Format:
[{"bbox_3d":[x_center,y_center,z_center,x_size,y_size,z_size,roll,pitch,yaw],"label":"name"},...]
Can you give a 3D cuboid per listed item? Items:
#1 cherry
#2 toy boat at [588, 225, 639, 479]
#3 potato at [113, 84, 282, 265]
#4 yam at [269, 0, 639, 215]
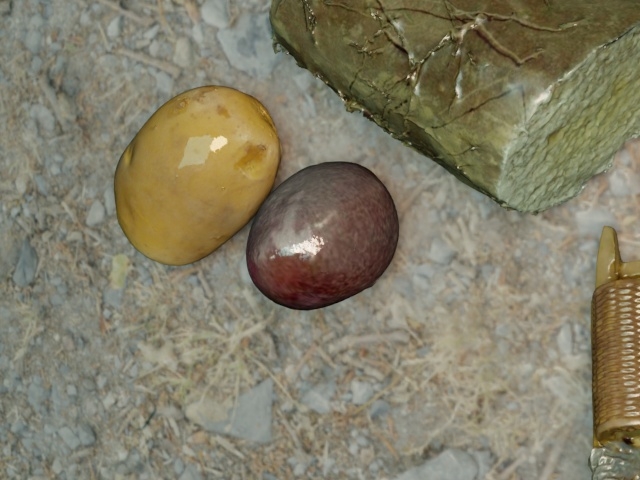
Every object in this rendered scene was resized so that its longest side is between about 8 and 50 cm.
[{"bbox_3d":[0.002,-0.001,1.090,0.176,0.176,0.140,-31,108,27],"label":"cherry"},{"bbox_3d":[0.281,0.123,0.928,0.089,0.115,0.310,-5,58,25],"label":"toy boat"},{"bbox_3d":[-0.146,-0.073,1.180,0.234,0.146,0.150,-44,46,25],"label":"potato"},{"bbox_3d":[0.135,-0.187,0.962,0.348,0.241,0.241,35,111,25],"label":"yam"}]
